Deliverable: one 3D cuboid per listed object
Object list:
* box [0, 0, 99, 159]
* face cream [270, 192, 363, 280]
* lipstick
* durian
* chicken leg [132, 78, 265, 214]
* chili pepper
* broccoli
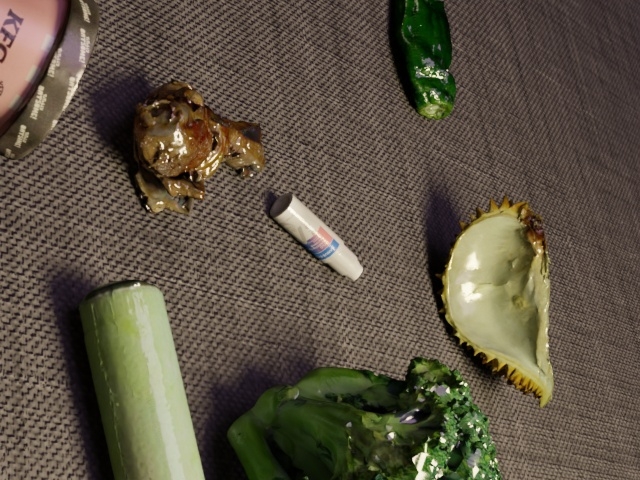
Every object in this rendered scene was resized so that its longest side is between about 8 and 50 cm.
[{"bbox_3d":[-0.273,-0.161,1.013,0.135,0.151,0.151,29,47,-29],"label":"box"},{"bbox_3d":[0.000,0.000,1.368,0.130,0.034,0.034,42,40,-30],"label":"face cream"},{"bbox_3d":[-0.135,0.182,1.037,0.076,0.076,0.304,4,66,-52],"label":"lipstick"},{"bbox_3d":[0.232,0.075,1.538,0.144,0.139,0.252,18,75,-47],"label":"durian"},{"bbox_3d":[-0.124,-0.099,1.239,0.196,0.080,0.125,-39,112,-63],"label":"chicken leg"},{"bbox_3d":[0.142,-0.271,1.709,0.098,0.061,0.224,22,54,-37],"label":"chili pepper"},{"bbox_3d":[0.043,0.228,1.131,0.295,0.265,0.245,-23,55,-42],"label":"broccoli"}]
